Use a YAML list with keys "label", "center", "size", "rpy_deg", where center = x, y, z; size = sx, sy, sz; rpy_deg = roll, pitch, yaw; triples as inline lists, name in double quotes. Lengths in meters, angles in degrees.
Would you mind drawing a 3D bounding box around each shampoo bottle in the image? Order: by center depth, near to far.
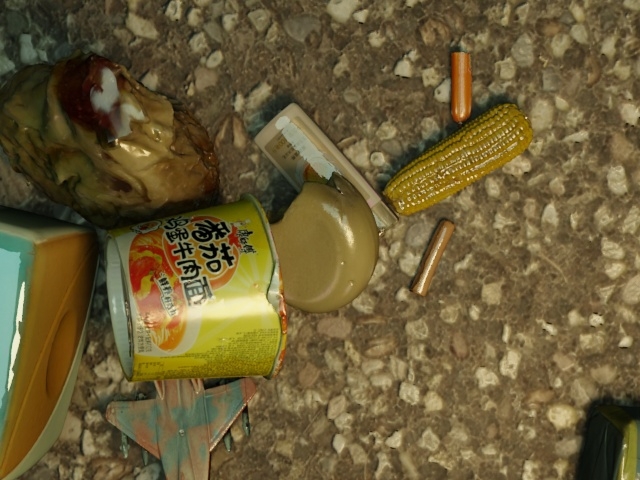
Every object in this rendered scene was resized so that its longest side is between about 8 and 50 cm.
- label: "shampoo bottle"
  center: [0.008, -0.087, 1.830]
  size: [0.086, 0.056, 0.227]
  rpy_deg: [-41, 89, 15]

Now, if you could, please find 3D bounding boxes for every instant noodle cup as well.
- label: "instant noodle cup"
  center: [-0.176, 0.073, 1.723]
  size: [0.200, 0.264, 0.264]
  rpy_deg: [-7, 91, -16]

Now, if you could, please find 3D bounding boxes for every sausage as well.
- label: "sausage"
  center: [0.201, -0.214, 1.827]
  size: [0.031, 0.031, 0.107]
  rpy_deg: [-1, 91, 4]
- label: "sausage"
  center: [0.162, 0.025, 1.840]
  size: [0.026, 0.026, 0.116]
  rpy_deg: [24, 92, 3]

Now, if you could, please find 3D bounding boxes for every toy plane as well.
- label: "toy plane"
  center: [-0.188, 0.303, 1.819]
  size: [0.223, 0.104, 0.326]
  rpy_deg: [-10, 75, 4]

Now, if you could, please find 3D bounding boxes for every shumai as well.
- label: "shumai"
  center: [-0.302, -0.130, 1.737]
  size: [0.346, 0.283, 0.217]
  rpy_deg: [31, 91, 0]

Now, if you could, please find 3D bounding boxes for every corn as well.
- label: "corn"
  center: [0.195, -0.111, 1.807]
  size: [0.231, 0.080, 0.080]
  rpy_deg: [-33, 89, 3]

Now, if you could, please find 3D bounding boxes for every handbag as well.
- label: "handbag"
  center: [0.480, 0.364, 1.734]
  size: [0.241, 0.222, 0.263]
  rpy_deg: [8, 90, -1]

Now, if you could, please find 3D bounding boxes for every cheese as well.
- label: "cheese"
  center: [0.000, 0.000, 1.781]
  size: [0.175, 0.091, 0.202]
  rpy_deg: [33, 125, 10]

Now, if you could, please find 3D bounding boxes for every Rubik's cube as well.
- label: "Rubik's cube"
  center: [-0.516, 0.116, 1.724]
  size: [0.352, 0.347, 0.352]
  rpy_deg: [10, 93, 4]
